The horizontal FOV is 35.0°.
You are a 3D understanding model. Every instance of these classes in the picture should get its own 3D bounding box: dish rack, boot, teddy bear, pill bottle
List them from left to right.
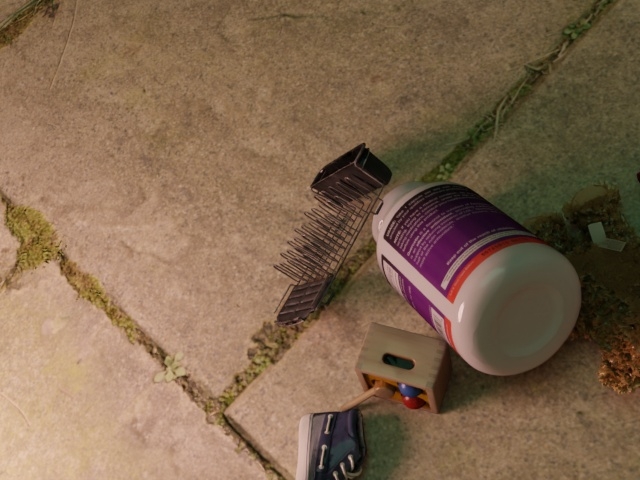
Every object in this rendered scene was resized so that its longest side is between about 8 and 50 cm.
[{"bbox_3d":[0.000,0.000,1.506,0.074,0.208,0.271,32,74,-11],"label":"dish rack"},{"bbox_3d":[0.017,0.318,1.382,0.086,0.069,0.189,-12,56,17],"label":"boot"},{"bbox_3d":[0.194,0.033,1.380,0.181,0.181,0.323,-38,34,-3],"label":"pill bottle"},{"bbox_3d":[0.396,0.059,1.381,0.245,0.113,0.338,-39,48,-10],"label":"teddy bear"}]

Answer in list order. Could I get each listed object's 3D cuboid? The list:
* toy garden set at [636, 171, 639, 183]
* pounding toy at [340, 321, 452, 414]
[{"bbox_3d":[0.581,-0.060,1.402,0.204,0.049,0.244,-27,57,2],"label":"toy garden set"},{"bbox_3d":[0.099,0.189,1.401,0.141,0.130,0.100,13,66,17],"label":"pounding toy"}]
